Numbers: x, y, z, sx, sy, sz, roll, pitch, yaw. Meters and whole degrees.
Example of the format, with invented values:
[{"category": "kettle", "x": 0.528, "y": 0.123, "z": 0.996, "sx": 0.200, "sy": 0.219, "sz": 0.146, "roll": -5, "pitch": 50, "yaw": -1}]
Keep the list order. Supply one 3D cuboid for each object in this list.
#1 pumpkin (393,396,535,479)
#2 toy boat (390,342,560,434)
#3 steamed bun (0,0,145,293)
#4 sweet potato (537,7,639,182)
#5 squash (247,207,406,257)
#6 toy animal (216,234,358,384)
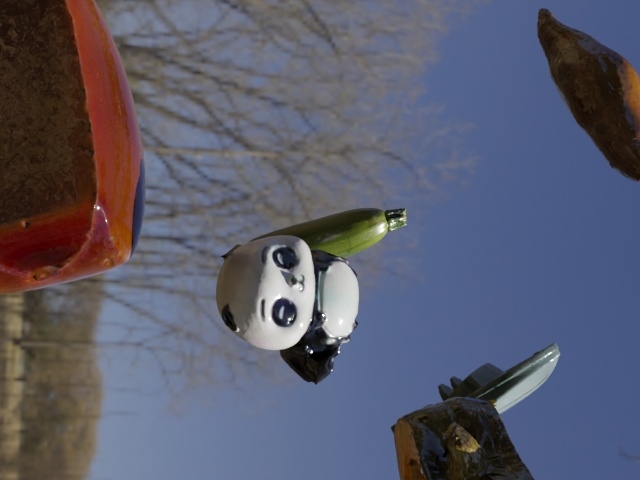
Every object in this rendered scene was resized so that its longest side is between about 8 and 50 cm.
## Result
[{"category": "pumpkin", "x": 0.199, "y": 0.338, "z": 1.665, "sx": 0.317, "sy": 0.139, "sz": 0.222, "roll": -107, "pitch": -165, "yaw": -54}, {"category": "toy boat", "x": 0.262, "y": 0.249, "z": 2.037, "sx": 0.319, "sy": 0.141, "sz": 0.092, "roll": -36, "pitch": -100, "yaw": 30}, {"category": "steamed bun", "x": -0.353, "y": -0.124, "z": 1.601, "sx": 0.248, "sy": 0.235, "sz": 0.379, "roll": 53, "pitch": 25, "yaw": -77}, {"category": "sweet potato", "x": 0.387, "y": -0.202, "z": 1.710, "sx": 0.112, "sy": 0.112, "sz": 0.359, "roll": 110, "pitch": -35, "yaw": -44}, {"category": "squash", "x": 0.000, "y": 0.000, "z": 1.774, "sx": 0.066, "sy": 0.252, "sz": 0.066, "roll": -16, "pitch": 90, "yaw": -74}, {"category": "toy animal", "x": -0.044, "y": 0.080, "z": 1.567, "sx": 0.138, "sy": 0.179, "sz": 0.166, "roll": -17, "pitch": -118, "yaw": 38}]
